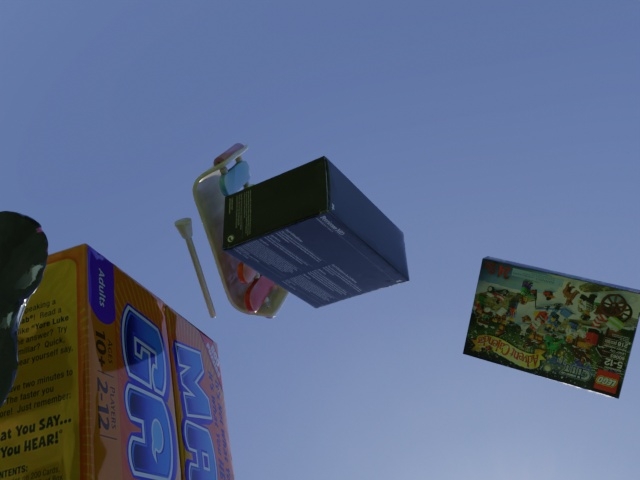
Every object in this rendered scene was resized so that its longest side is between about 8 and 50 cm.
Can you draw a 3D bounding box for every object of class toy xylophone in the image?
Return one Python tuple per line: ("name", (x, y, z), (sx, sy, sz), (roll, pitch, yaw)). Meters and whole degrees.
("toy xylophone", (-0.149, 0.003, 1.135), (0.081, 0.322, 0.236), (-8, -150, 19))

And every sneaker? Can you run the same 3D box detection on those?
("sneaker", (-0.256, 0.066, 0.473), (0.077, 0.072, 0.178), (1, -116, 58))

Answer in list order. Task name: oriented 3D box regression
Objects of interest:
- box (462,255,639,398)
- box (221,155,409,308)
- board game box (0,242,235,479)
("box", (0.350, 0.127, 0.970), (0.233, 0.044, 0.159), (13, -81, 24))
("box", (0.000, 0.000, 0.999), (0.185, 0.261, 0.103), (-17, -123, 27))
("board game box", (-0.325, 0.276, 0.726), (0.357, 0.356, 0.356), (-17, -119, 7))
